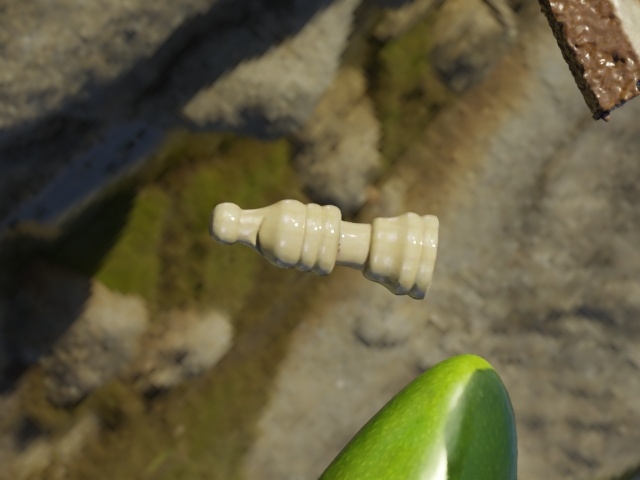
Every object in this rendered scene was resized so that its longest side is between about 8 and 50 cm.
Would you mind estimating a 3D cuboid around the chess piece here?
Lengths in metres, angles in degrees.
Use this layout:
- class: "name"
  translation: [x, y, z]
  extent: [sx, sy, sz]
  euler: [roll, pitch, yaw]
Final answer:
- class: "chess piece"
  translation: [0.000, 0.000, 0.806]
  extent: [0.035, 0.092, 0.035]
  euler: [-171, -90, -83]

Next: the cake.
- class: "cake"
  translation: [0.246, -0.178, 1.487]
  extent: [0.147, 0.134, 0.135]
  euler: [-24, -177, 5]

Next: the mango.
- class: "mango"
  translation: [0.044, 0.240, 1.398]
  extent: [0.192, 0.156, 0.343]
  euler: [31, 80, -63]
